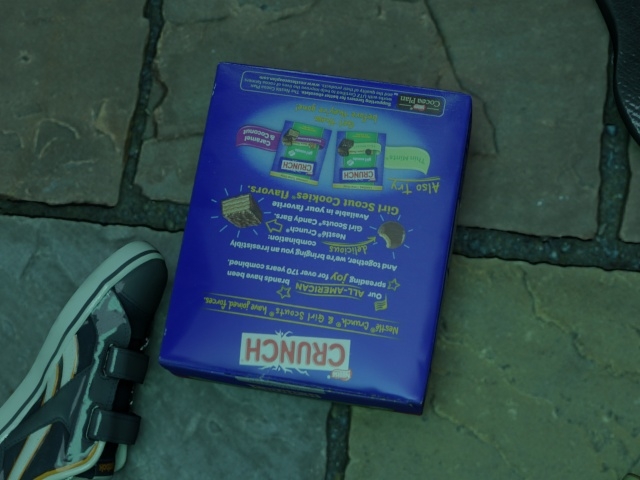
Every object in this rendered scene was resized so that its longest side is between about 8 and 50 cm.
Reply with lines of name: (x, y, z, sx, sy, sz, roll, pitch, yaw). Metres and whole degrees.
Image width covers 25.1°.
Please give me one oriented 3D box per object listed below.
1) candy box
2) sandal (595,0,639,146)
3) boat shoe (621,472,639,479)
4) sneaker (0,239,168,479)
candy box: (0.000, 0.000, 1.456, 0.268, 0.122, 0.317, 9, 76, 9)
sandal: (0.341, -0.203, 1.504, 0.097, 0.054, 0.254, -7, 65, -2)
boat shoe: (0.364, 0.341, 1.330, 0.089, 0.104, 0.285, -41, 77, 0)
sneaker: (-0.230, 0.159, 1.446, 0.127, 0.126, 0.321, 36, 94, 19)
